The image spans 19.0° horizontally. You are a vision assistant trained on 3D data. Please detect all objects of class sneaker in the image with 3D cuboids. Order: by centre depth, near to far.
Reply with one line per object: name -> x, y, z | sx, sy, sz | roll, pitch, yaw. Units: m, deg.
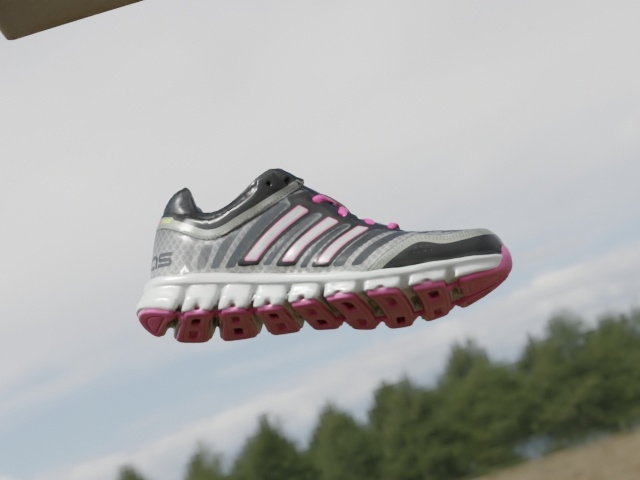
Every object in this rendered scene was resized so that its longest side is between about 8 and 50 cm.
sneaker -> 0.000, 0.000, 0.861 | 0.170, 0.075, 0.063 | -6, -19, 9

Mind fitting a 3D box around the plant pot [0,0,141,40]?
plant pot -> -0.133, -0.181, 0.946 | 0.109, 0.109, 0.096 | -13, -32, 19
